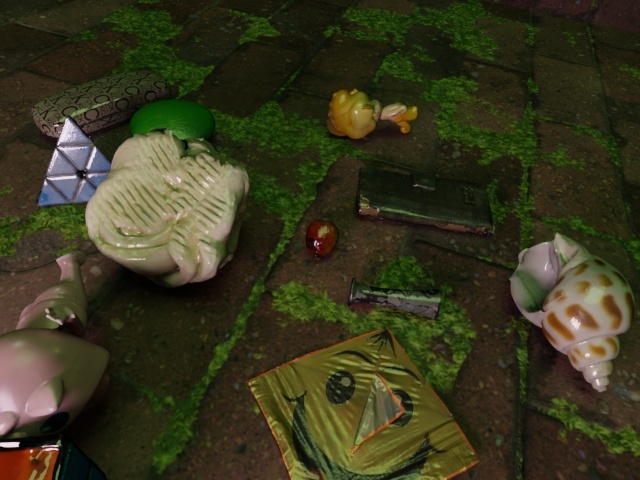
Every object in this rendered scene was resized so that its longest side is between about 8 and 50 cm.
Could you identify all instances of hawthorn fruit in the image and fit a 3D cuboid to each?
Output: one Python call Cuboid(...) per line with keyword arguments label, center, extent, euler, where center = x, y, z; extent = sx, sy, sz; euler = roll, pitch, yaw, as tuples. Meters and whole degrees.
Cuboid(label="hawthorn fruit", center=(0.001, -0.006, 0.933), extent=(0.077, 0.077, 0.077), euler=(3, 46, -4))

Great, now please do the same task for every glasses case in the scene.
Cuboid(label="glasses case", center=(-0.565, -0.366, 1.193), extent=(0.137, 0.085, 0.354), euler=(37, 54, 26))

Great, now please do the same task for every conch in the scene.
Cuboid(label="conch", center=(0.460, 0.120, 0.814), extent=(0.148, 0.182, 0.275), euler=(37, 46, -18))

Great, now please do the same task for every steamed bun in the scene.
Cuboid(label="steamed bun", center=(-0.272, -0.049, 0.866), extent=(0.267, 0.207, 0.281), euler=(12, 73, 4))

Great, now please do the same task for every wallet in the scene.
Cuboid(label="wallet", center=(0.242, -0.097, 1.065), extent=(0.316, 0.044, 0.169), euler=(9, 45, 0))

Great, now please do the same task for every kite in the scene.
Cuboid(label="kite", center=(0.066, 0.265, 0.724), extent=(0.377, 0.013, 0.328), euler=(17, 47, 12))

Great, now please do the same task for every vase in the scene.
Cuboid(label="vase", center=(0.136, 0.108, 0.850), extent=(0.166, 0.059, 0.059), euler=(8, 46, 1))

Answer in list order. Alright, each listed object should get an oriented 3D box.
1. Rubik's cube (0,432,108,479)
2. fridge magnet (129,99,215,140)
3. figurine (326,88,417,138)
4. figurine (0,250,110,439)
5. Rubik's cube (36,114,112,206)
Cuboid(label="Rubik's cube", center=(-0.360, 0.337, 0.498), extent=(0.180, 0.167, 0.184), euler=(-4, 46, -9))
Cuboid(label="fridge magnet", center=(-0.369, -0.285, 1.138), extent=(0.207, 0.088, 0.208), euler=(3, 47, -3))
Cuboid(label="figurine", center=(0.137, -0.344, 1.234), extent=(0.246, 0.131, 0.156), euler=(-1, 13, -6))
Cuboid(label="figurine", center=(-0.370, 0.157, 0.645), extent=(0.176, 0.186, 0.287), euler=(-34, 36, 3))
Cuboid(label="Rubik's cube", center=(-0.522, -0.118, 0.986), extent=(0.190, 0.211, 0.178), euler=(43, 76, 1))
